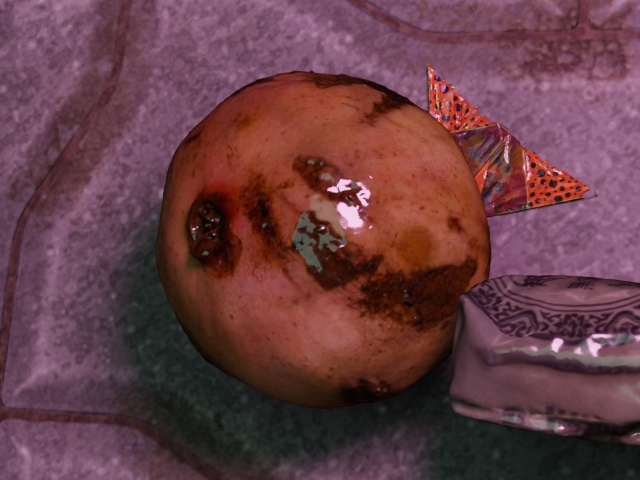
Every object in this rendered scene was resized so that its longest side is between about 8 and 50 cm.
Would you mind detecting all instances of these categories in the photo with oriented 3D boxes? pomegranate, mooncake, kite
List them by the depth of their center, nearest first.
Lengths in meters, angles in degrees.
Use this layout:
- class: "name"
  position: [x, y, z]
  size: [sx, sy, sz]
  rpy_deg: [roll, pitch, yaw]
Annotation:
- class: "mooncake"
  position: [0.248, 0.100, 1.674]
  size: [0.250, 0.254, 0.136]
  rpy_deg: [4, 90, 18]
- class: "pomegranate"
  position: [0.000, 0.000, 1.771]
  size: [0.322, 0.322, 0.322]
  rpy_deg: [-5, 76, 19]
- class: "kite"
  position: [0.147, -0.062, 1.879]
  size: [0.222, 0.008, 0.125]
  rpy_deg: [40, 93, 23]
